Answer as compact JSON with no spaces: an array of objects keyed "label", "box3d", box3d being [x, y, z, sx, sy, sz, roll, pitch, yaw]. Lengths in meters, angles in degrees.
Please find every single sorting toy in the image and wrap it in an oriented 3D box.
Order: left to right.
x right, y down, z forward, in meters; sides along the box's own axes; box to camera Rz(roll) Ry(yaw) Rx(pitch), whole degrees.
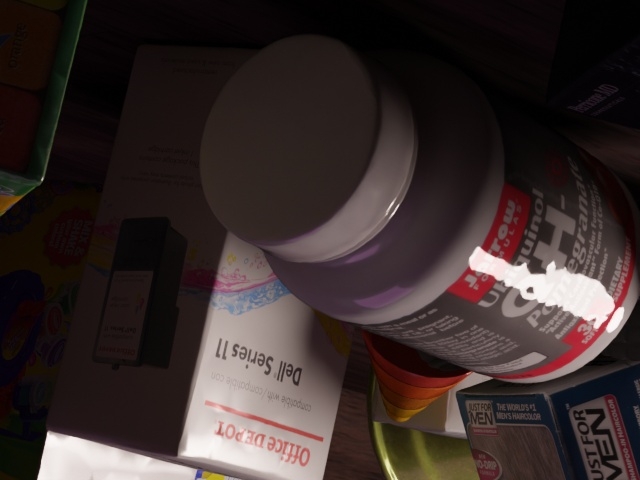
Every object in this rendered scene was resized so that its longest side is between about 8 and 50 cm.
[{"label":"sorting toy","box3d":[0.197,0.107,1.599,0.366,0.127,0.126,-4,136,-20]}]

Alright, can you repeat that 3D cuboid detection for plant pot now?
[{"label":"plant pot","box3d":[0.238,0.194,2.094,0.254,0.276,0.276,-11,157,40]}]

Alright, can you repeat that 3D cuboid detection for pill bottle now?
[{"label":"pill bottle","box3d":[0.068,-0.020,1.140,0.176,0.176,0.318,6,169,37]}]

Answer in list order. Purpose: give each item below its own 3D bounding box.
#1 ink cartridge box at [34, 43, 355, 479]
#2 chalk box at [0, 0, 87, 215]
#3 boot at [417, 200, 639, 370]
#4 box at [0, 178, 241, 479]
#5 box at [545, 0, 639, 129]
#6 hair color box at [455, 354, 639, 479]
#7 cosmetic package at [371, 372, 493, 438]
[{"label":"ink cartridge box","box3d":[-0.071,0.059,1.255,0.119,0.353,0.207,7,170,31]},{"label":"chalk box","box3d":[-0.213,-0.123,0.887,0.179,0.180,0.289,15,172,-16]},{"label":"boot","box3d":[0.250,0.024,1.370,0.223,0.118,0.338,-9,-178,-43]},{"label":"box","box3d":[-0.152,0.136,1.429,0.177,0.290,0.279,7,162,31]},{"label":"box","box3d":[0.200,-0.096,0.767,0.158,0.093,0.156,15,171,-6]},{"label":"hair color box","box3d":[0.303,0.117,1.397,0.347,0.105,0.174,-16,180,-19]},{"label":"cosmetic package","box3d":[0.269,0.136,1.775,0.385,0.156,0.217,7,175,-19]}]
